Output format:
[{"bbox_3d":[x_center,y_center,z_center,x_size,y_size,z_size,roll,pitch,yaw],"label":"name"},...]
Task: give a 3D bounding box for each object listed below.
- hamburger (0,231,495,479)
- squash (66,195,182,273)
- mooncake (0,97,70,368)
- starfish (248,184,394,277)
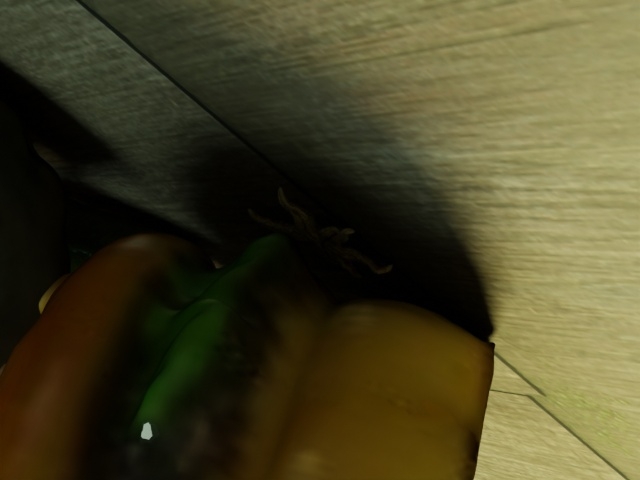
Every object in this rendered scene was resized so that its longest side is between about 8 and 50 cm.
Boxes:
[{"bbox_3d":[-0.076,0.187,0.817,0.277,0.396,0.396,15,161,5],"label":"hamburger"},{"bbox_3d":[-0.212,-0.002,1.060,0.331,0.087,0.087,22,161,27],"label":"squash"},{"bbox_3d":[-0.309,0.007,0.911,0.290,0.290,0.161,35,172,-14],"label":"mooncake"},{"bbox_3d":[0.000,0.000,0.826,0.092,0.016,0.086,19,159,17],"label":"starfish"}]
